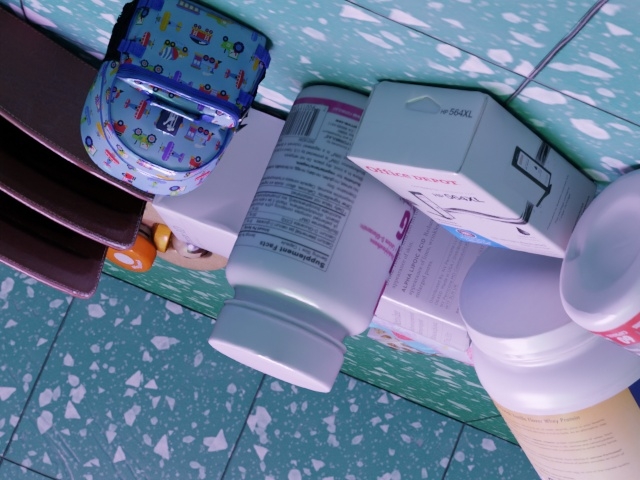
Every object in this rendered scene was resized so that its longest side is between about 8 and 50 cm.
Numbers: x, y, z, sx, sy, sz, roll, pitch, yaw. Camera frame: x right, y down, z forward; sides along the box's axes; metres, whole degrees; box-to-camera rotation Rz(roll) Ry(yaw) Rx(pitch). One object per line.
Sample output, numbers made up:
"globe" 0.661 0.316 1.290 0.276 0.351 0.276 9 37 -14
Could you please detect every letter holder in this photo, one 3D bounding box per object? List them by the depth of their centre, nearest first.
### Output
"letter holder" -0.330 -0.094 1.791 0.302 0.214 0.152 33 140 -27

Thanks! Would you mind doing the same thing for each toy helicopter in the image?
"toy helicopter" -0.141 -0.012 2.224 0.235 0.140 0.355 35 152 -25

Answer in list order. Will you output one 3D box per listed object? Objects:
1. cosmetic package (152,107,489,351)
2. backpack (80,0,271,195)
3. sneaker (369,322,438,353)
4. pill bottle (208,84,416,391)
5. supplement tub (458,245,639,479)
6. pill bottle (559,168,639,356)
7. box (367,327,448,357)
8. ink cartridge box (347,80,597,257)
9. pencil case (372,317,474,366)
"cosmetic package" 0.018 -0.019 1.785 0.385 0.156 0.217 20 171 9
"backpack" -0.146 -0.137 1.493 0.158 0.173 0.117 26 169 -16
"sneaker" 0.091 0.077 2.333 0.261 0.104 0.125 16 151 11
"pill bottle" 0.000 0.000 1.570 0.160 0.283 0.160 22 170 4
"supplement tub" 0.299 0.143 1.634 0.228 0.228 0.316 10 141 49
"pill bottle" 0.380 0.061 1.436 0.283 0.161 0.161 27 168 -21
"box" 0.191 0.151 2.503 0.063 0.067 0.324 28 169 -27
"ink cartridge box" 0.146 -0.067 1.481 0.148 0.086 0.203 11 165 45
"pencil case" 0.162 0.099 2.177 0.273 0.113 0.124 25 174 -14
